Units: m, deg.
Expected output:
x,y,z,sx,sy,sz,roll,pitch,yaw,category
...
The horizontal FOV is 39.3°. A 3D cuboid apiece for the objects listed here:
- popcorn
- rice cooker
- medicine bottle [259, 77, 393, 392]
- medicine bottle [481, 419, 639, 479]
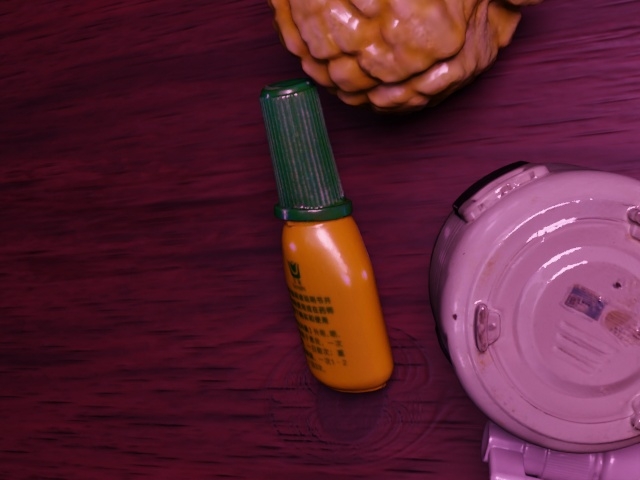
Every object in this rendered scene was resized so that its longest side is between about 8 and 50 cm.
x,y,z,sx,sy,sz,roll,pitch,yaw,category
0.074,-0.228,0.809,0.258,0.270,0.224,-3,112,60,popcorn
0.197,0.040,0.731,0.226,0.244,0.226,1,95,6,rice cooker
0.000,0.000,0.852,0.111,0.076,0.309,10,120,48,medicine bottle
0.244,0.191,0.729,0.221,0.092,0.061,9,115,3,medicine bottle
